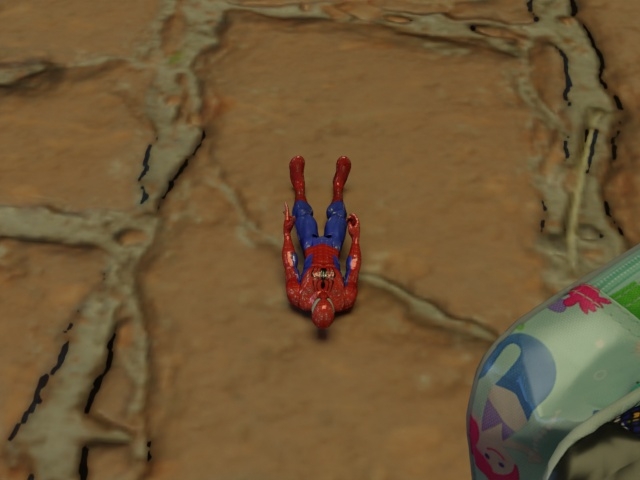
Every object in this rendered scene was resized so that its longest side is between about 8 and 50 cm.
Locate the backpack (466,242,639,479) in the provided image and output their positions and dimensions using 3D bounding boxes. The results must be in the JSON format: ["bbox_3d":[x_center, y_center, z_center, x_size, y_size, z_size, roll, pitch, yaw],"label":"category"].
[{"bbox_3d":[0.173,0.090,0.445,0.253,0.225,0.191,-27,43,-18],"label":"backpack"}]

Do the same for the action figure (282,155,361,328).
[{"bbox_3d":[0.000,0.000,0.702,0.038,0.030,0.115,4,42,-6],"label":"action figure"}]
